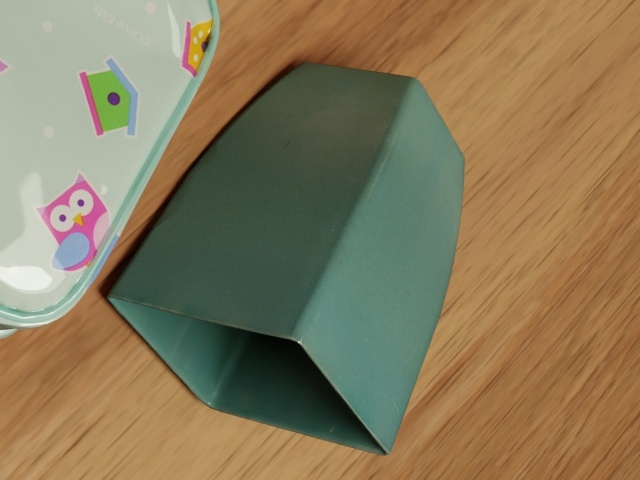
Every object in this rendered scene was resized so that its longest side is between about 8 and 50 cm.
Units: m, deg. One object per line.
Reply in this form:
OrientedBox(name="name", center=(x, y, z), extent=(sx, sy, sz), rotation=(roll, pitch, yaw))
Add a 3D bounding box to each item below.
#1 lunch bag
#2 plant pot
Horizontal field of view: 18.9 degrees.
OrientedBox(name="lunch bag", center=(-0.206, -0.090, 0.887), extent=(0.279, 0.108, 0.224), rotation=(32, 73, -20))
OrientedBox(name="plant pot", center=(0.000, 0.000, 1.375), extent=(0.234, 0.165, 0.165), rotation=(-62, 143, -23))
